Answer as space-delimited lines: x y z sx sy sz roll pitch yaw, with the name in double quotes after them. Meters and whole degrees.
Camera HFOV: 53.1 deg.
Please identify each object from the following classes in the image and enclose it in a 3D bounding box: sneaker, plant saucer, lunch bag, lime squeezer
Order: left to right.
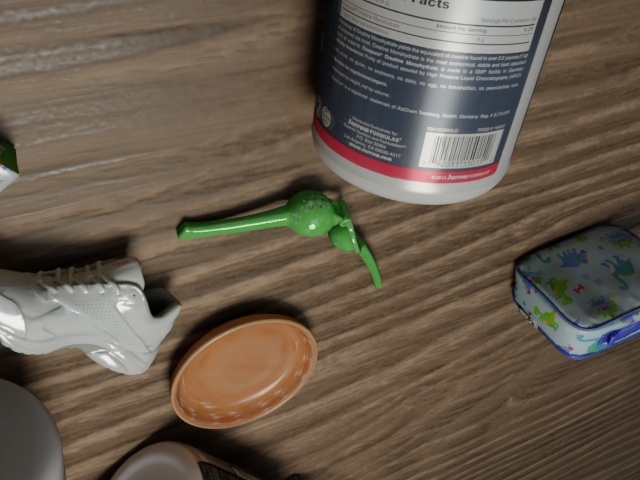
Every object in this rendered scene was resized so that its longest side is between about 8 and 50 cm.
-0.235 0.053 0.633 0.115 0.090 0.232 -51 144 7 "sneaker"
-0.100 0.166 0.837 0.200 0.037 0.200 -17 134 -19 "plant saucer"
0.000 0.000 0.740 0.310 0.059 0.110 16 117 -41 "lime squeezer"
0.418 0.077 0.972 0.219 0.176 0.090 -21 135 -16 "lunch bag"

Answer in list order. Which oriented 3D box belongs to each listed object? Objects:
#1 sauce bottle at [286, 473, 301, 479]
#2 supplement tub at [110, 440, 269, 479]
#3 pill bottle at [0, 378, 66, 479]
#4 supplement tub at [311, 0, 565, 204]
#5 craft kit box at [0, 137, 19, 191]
-0.020 0.448 1.063 0.042 0.128 0.042 -16 134 -18 "sauce bottle"
-0.148 0.421 0.916 0.193 0.193 0.316 -38 136 3 "supplement tub"
-0.387 0.356 0.688 0.229 0.229 0.408 -8 130 -26 "pill bottle"
0.098 -0.185 0.539 0.191 0.191 0.272 -11 132 -23 "supplement tub"
-0.404 -0.050 0.454 0.250 0.061 0.246 -40 134 5 "craft kit box"
